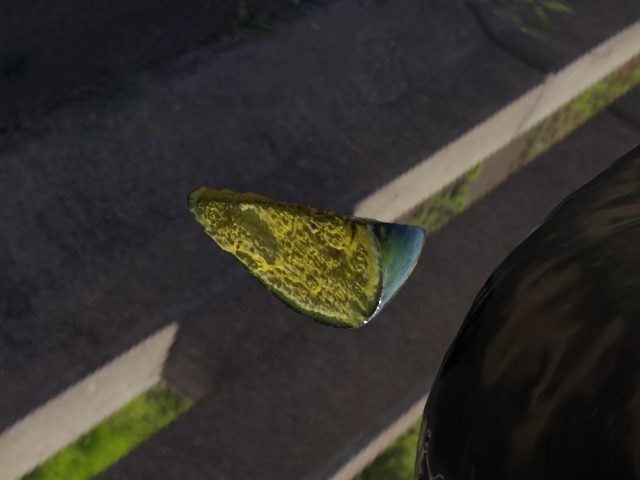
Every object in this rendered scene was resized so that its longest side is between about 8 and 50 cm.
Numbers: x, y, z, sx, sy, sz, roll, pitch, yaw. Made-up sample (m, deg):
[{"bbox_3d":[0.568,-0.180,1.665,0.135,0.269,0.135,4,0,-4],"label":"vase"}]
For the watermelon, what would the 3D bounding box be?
[{"bbox_3d":[0.008,-0.003,0.747,0.075,0.181,0.092,-40,119,-29],"label":"watermelon"}]

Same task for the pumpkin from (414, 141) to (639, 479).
[{"bbox_3d":[0.255,0.098,0.477,0.454,0.454,0.344,-43,109,-33],"label":"pumpkin"}]
